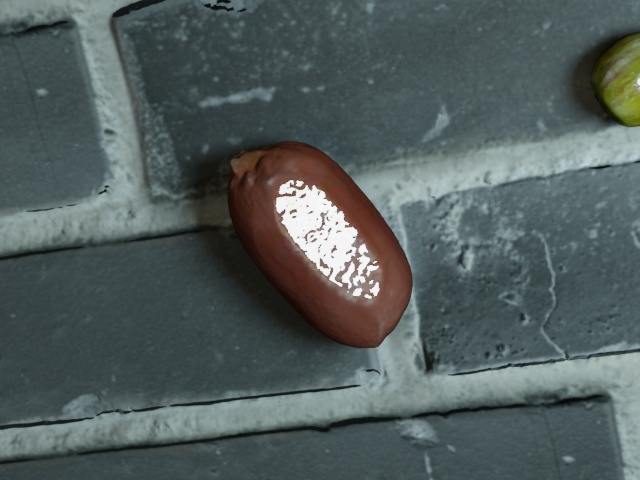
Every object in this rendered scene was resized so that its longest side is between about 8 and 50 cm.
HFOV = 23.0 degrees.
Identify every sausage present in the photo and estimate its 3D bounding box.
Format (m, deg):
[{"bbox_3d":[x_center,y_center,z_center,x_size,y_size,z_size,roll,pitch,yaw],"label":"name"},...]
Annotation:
[{"bbox_3d":[0.000,0.000,1.654,0.148,0.148,0.254,-41,98,19],"label":"sausage"}]

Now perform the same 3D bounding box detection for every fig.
[{"bbox_3d":[0.338,-0.188,1.575,0.093,0.093,0.166,41,82,-3],"label":"fig"}]
